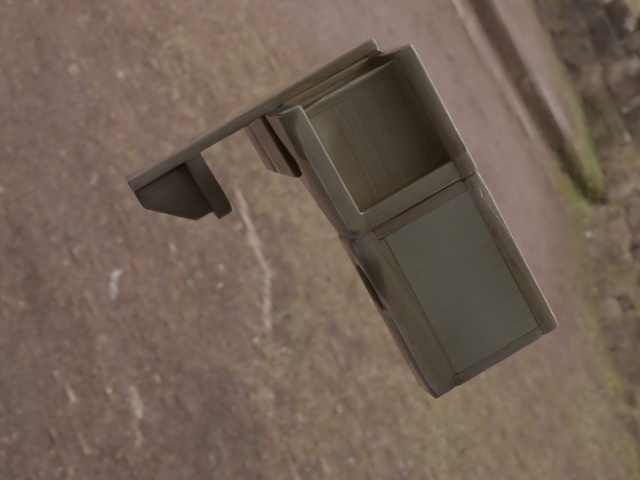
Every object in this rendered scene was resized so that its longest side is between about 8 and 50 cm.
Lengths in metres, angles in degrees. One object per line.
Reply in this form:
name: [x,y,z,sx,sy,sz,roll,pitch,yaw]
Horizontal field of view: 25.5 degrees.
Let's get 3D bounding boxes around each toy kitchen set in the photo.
toy kitchen set: [0.000,0.000,0.348,0.075,0.068,0.083,61,-6,-9]
